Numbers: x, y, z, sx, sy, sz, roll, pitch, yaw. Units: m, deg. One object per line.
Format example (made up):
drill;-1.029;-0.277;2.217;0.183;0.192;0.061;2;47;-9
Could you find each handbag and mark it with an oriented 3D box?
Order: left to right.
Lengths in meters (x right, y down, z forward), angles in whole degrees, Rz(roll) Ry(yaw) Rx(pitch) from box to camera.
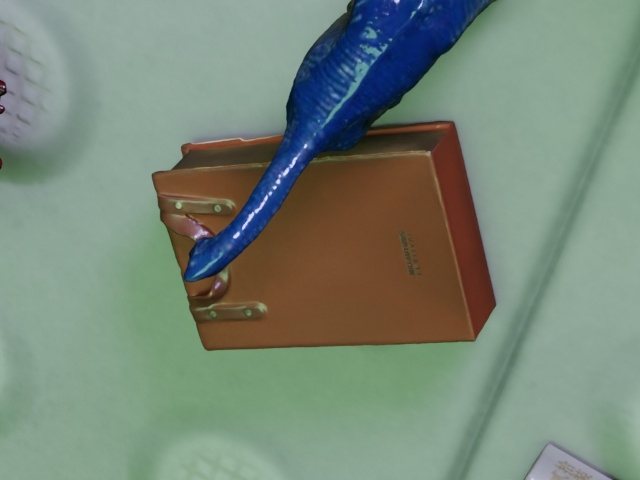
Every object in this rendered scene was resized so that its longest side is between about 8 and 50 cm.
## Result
handbag;0.000;0.000;1.168;0.190;0.063;0.127;-2;116;26

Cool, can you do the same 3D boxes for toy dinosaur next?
toy dinosaur;0.030;-0.089;1.021;0.075;0.188;0.247;44;127;-11

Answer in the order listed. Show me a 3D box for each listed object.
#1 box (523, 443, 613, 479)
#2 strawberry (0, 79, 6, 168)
box;0.254;0.298;1.207;0.365;0.051;0.205;30;127;10
strawberry;-0.336;-0.097;1.184;0.257;0.261;0.261;-11;111;26
